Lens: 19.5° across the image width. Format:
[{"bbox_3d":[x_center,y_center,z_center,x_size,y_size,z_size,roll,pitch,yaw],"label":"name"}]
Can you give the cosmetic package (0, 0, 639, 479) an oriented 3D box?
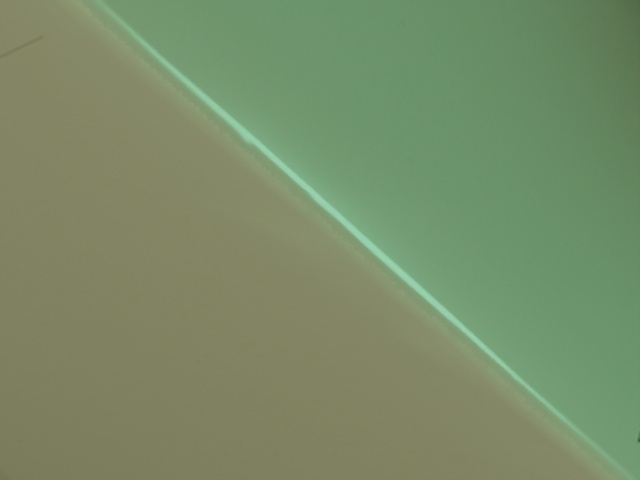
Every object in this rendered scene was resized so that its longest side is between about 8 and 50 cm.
[{"bbox_3d":[0.000,0.000,0.512,0.197,0.155,0.365,-15,138,40],"label":"cosmetic package"}]
